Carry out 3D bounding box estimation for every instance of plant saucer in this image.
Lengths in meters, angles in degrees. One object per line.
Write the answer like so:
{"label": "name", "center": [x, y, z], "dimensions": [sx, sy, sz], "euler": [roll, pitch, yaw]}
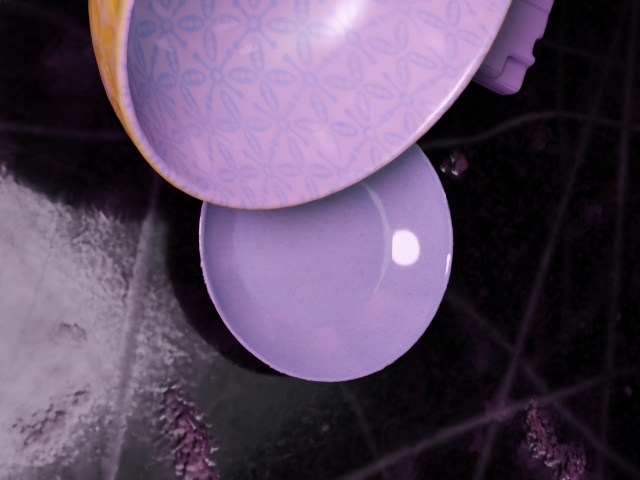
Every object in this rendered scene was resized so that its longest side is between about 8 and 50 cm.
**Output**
{"label": "plant saucer", "center": [0.000, 0.000, 1.044], "dimensions": [0.195, 0.037, 0.195], "euler": [1, 88, -27]}

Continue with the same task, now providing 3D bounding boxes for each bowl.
{"label": "bowl", "center": [-0.031, -0.179, 0.931], "dimensions": [0.289, 0.156, 0.289], "euler": [-23, 135, -24]}

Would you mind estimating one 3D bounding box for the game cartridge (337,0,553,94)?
{"label": "game cartridge", "center": [0.103, -0.277, 1.099], "dimensions": [0.196, 0.060, 0.294], "euler": [24, 77, -27]}
